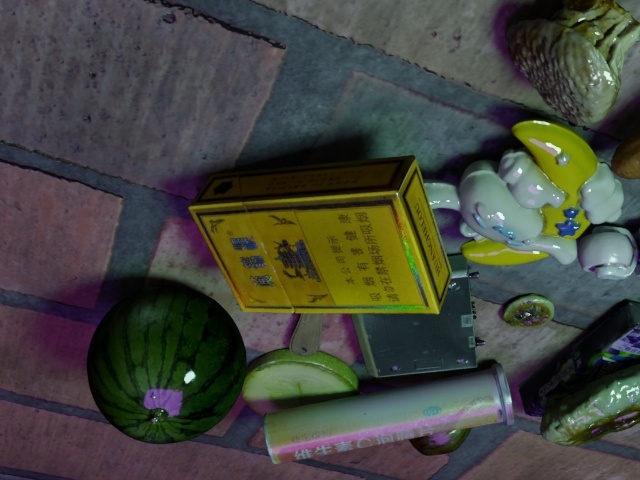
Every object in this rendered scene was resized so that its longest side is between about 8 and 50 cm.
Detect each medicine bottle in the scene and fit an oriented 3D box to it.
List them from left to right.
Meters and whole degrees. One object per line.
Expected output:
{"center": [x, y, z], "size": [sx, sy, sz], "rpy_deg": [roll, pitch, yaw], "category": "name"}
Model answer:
{"center": [0.116, 0.309, 1.422], "size": [0.425, 0.108, 0.108], "rpy_deg": [-12, 137, 5], "category": "medicine bottle"}

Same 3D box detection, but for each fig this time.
{"center": [0.234, 0.340, 1.505], "size": [0.154, 0.103, 0.109], "rpy_deg": [-25, 170, 14], "category": "fig"}

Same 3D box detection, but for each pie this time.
{"center": [0.332, 0.116, 1.299], "size": [0.084, 0.021, 0.084], "rpy_deg": [1, 139, 1], "category": "pie"}
{"center": [0.503, 0.277, 1.369], "size": [0.306, 0.071, 0.306], "rpy_deg": [-16, 151, -9], "category": "pie"}

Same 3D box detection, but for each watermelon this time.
{"center": [-0.233, 0.188, 1.242], "size": [0.242, 0.242, 0.242], "rpy_deg": [1, 139, 1], "category": "watermelon"}

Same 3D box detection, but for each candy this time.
{"center": [0.456, 0.213, 1.374], "size": [0.088, 0.061, 0.312], "rpy_deg": [14, 137, -17], "category": "candy"}

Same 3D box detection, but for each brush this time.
{"center": [-0.007, 0.101, 1.270], "size": [0.069, 0.065, 0.328], "rpy_deg": [5, 140, -7], "category": "brush"}

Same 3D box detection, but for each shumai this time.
{"center": [0.287, -0.205, 0.879], "size": [0.116, 0.145, 0.146], "rpy_deg": [-40, 134, -9], "category": "shumai"}

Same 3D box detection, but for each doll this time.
{"center": [0.252, -0.048, 1.048], "size": [0.252, 0.111, 0.237], "rpy_deg": [28, 134, -28], "category": "doll"}

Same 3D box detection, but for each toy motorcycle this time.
{"center": [0.488, 0.019, 1.140], "size": [0.254, 0.113, 0.112], "rpy_deg": [0, 139, 4], "category": "toy motorcycle"}

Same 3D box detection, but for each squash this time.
{"center": [-0.038, 0.273, 1.481], "size": [0.219, 0.041, 0.219], "rpy_deg": [1, 138, 1], "category": "squash"}

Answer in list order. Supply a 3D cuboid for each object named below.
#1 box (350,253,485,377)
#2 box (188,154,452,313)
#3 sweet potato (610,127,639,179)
{"center": [0.157, 0.131, 1.302], "size": [0.210, 0.045, 0.270], "rpy_deg": [-6, 139, 7], "category": "box"}
{"center": [0.000, 0.000, 1.056], "size": [0.301, 0.084, 0.193], "rpy_deg": [-2, 127, 29], "category": "box"}
{"center": [0.476, -0.179, 0.901], "size": [0.354, 0.095, 0.106], "rpy_deg": [-34, 153, 25], "category": "sweet potato"}
